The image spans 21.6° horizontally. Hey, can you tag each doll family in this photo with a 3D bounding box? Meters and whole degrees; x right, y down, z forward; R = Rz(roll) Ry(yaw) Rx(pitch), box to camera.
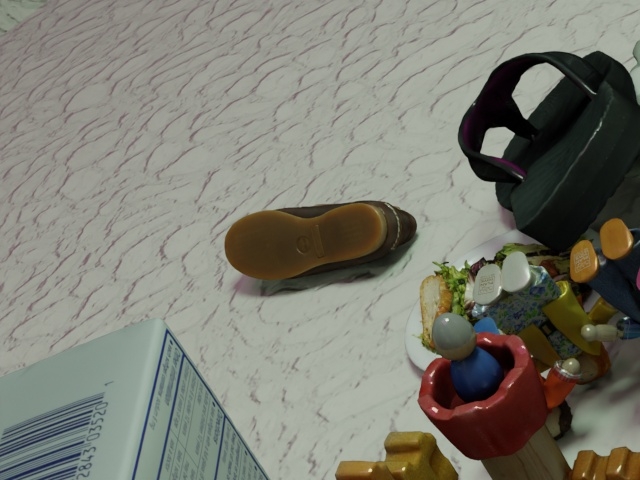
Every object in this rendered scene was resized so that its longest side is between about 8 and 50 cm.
[{"bbox_3d":[0.222,0.055,1.264,0.263,0.163,0.118,-24,47,26],"label":"doll family"}]

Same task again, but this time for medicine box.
[{"bbox_3d":[-0.117,0.253,1.139,0.149,0.289,0.263,-21,29,16],"label":"medicine box"}]

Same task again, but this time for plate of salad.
[{"bbox_3d":[0.158,0.042,1.462,0.200,0.048,0.200,-25,28,14],"label":"plate of salad"}]

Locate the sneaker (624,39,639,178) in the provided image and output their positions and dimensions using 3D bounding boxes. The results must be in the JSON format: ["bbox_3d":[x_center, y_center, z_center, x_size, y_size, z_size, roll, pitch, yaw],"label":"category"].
[{"bbox_3d":[0.378,-0.089,1.400,0.330,0.122,0.146,3,57,51],"label":"sneaker"}]

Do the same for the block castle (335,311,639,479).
[{"bbox_3d":[0.141,0.227,1.001,0.303,0.213,0.453,-11,35,35],"label":"block castle"}]

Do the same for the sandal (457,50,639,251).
[{"bbox_3d":[0.189,-0.102,1.438,0.167,0.107,0.446,-57,3,7],"label":"sandal"}]

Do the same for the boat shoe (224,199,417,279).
[{"bbox_3d":[0.000,0.000,1.682,0.207,0.073,0.073,-4,1,37],"label":"boat shoe"}]
